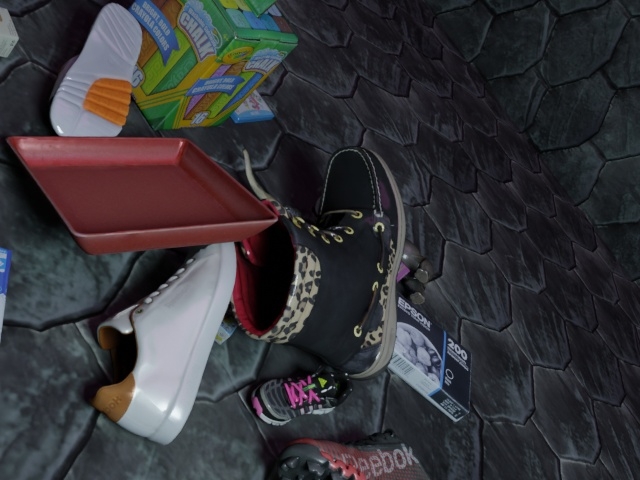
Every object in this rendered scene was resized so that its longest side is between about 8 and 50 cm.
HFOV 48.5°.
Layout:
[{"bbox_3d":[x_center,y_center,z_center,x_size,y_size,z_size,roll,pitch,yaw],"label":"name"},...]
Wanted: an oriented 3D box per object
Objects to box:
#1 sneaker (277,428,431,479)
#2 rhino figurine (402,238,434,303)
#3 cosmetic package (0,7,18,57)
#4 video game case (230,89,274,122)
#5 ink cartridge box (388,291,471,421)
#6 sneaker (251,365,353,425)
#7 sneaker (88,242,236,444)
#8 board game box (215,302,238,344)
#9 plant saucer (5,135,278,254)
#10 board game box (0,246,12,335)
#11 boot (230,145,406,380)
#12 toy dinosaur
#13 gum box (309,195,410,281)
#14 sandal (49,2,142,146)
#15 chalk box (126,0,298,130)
[{"bbox_3d":[0.052,0.304,0.931,0.276,0.097,0.135,33,35,-29],"label":"sneaker"},{"bbox_3d":[0.127,0.008,1.359,0.243,0.073,0.106,46,19,-2],"label":"rhino figurine"},{"bbox_3d":[-0.473,-0.289,0.950,0.115,0.041,0.060,-3,59,-53],"label":"cosmetic package"},{"bbox_3d":[-0.170,-0.297,1.366,0.166,0.015,0.119,55,31,8],"label":"video game case"},{"bbox_3d":[0.188,0.185,1.278,0.206,0.045,0.208,40,31,-15],"label":"ink cartridge box"},{"bbox_3d":[-0.019,0.205,0.966,0.170,0.075,0.063,8,51,-48],"label":"sneaker"},{"bbox_3d":[-0.183,0.082,0.839,0.123,0.106,0.290,29,46,-19],"label":"sneaker"},{"bbox_3d":[-0.141,0.064,1.008,0.103,0.026,0.154,45,32,-8],"label":"board game box"},{"bbox_3d":[-0.227,-0.059,0.891,0.258,0.048,0.259,-6,34,-39],"label":"plant saucer"},{"bbox_3d":[-0.421,0.098,0.545,0.318,0.066,0.318,22,41,-36],"label":"board game box"},{"bbox_3d":[0.000,0.000,1.033,0.284,0.138,0.377,25,63,-52],"label":"boot"},{"bbox_3d":[-0.050,-0.028,1.172,0.268,0.064,0.118,49,14,-19],"label":"toy dinosaur"},{"bbox_3d":[0.067,-0.003,1.248,0.188,0.062,0.107,50,5,18],"label":"gum box"},{"bbox_3d":[-0.327,-0.231,1.033,0.102,0.076,0.265,37,47,-34],"label":"sandal"},{"bbox_3d":[-0.175,-0.336,1.136,0.180,0.289,0.179,55,32,9],"label":"chalk box"}]
